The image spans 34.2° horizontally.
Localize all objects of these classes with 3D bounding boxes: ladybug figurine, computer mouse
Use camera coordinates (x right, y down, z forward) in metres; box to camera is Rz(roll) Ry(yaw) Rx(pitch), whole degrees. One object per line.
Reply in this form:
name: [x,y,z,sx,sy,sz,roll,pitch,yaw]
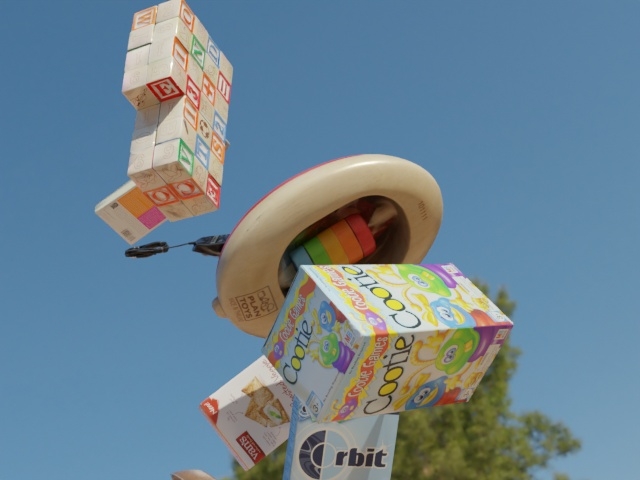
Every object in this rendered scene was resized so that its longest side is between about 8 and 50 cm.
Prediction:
ladybug figurine: [0.000,0.000,1.839,0.449,0.162,0.305,-27,-55,-12]
computer mouse: [-0.253,0.021,1.985,0.242,0.041,0.071,-5,15,7]

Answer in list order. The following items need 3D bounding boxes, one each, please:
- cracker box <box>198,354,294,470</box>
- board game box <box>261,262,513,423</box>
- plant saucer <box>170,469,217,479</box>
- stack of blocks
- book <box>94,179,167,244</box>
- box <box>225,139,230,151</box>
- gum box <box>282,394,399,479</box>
cracker box: [-0.097,0.309,2.001,0.232,0.155,0.067,-37,-6,-18]
board game box: [0.089,0.126,1.348,0.275,0.142,0.144,0,-55,-41]
plant saucer: [-0.135,0.396,1.515,0.036,0.198,0.198,-47,-21,-20]
stack of blocks: [-0.221,-0.201,1.592,0.087,0.297,0.171,-14,-37,20]
book: [-0.306,-0.063,1.815,0.144,0.035,0.096,-33,-55,13]
box: [-0.267,-0.202,2.240,0.102,0.087,0.101,-56,-16,-5]
gum box: [0.029,0.310,1.533,0.157,0.184,0.041,5,7,-16]
